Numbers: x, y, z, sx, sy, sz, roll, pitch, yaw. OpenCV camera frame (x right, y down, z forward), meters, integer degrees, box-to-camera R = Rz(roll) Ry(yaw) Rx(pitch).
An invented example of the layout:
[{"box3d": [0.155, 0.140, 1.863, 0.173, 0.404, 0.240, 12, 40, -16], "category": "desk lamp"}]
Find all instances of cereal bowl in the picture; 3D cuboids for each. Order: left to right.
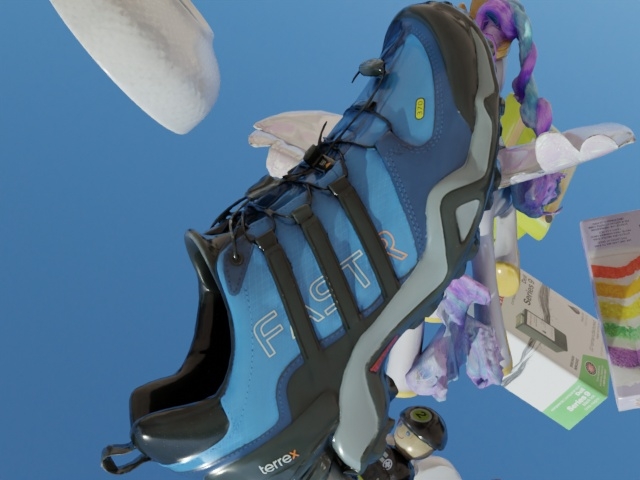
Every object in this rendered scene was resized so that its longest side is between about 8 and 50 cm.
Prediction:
[{"box3d": [-0.270, -0.337, 1.498, 0.339, 0.141, 0.339, 50, -173, -9], "category": "cereal bowl"}]

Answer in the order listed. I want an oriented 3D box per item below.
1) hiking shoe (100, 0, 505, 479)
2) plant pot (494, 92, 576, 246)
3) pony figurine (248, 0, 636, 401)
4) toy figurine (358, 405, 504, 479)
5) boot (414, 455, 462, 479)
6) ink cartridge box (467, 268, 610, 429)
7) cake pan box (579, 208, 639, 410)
[{"box3d": [0.000, 0.000, 0.513, 0.132, 0.304, 0.113, 23, 174, -23], "category": "hiking shoe"}, {"box3d": [0.327, -0.128, 1.750, 0.227, 0.207, 0.228, 36, -108, -24], "category": "plant pot"}, {"box3d": [0.123, -0.042, 0.886, 0.303, 0.363, 0.351, 6, -159, 16], "category": "pony figurine"}, {"box3d": [0.135, 0.288, 1.085, 0.213, 0.148, 0.209, 39, 180, 9], "category": "toy figurine"}, {"box3d": [0.142, 0.361, 1.348, 0.095, 0.258, 0.123, -17, -141, -10], "category": "boot"}, {"box3d": [0.407, 0.191, 1.846, 0.289, 0.121, 0.211, 33, -142, -4], "category": "ink cartridge box"}, {"box3d": [0.474, 0.070, 1.177, 0.267, 0.070, 0.246, -9, -114, 14], "category": "cake pan box"}]
